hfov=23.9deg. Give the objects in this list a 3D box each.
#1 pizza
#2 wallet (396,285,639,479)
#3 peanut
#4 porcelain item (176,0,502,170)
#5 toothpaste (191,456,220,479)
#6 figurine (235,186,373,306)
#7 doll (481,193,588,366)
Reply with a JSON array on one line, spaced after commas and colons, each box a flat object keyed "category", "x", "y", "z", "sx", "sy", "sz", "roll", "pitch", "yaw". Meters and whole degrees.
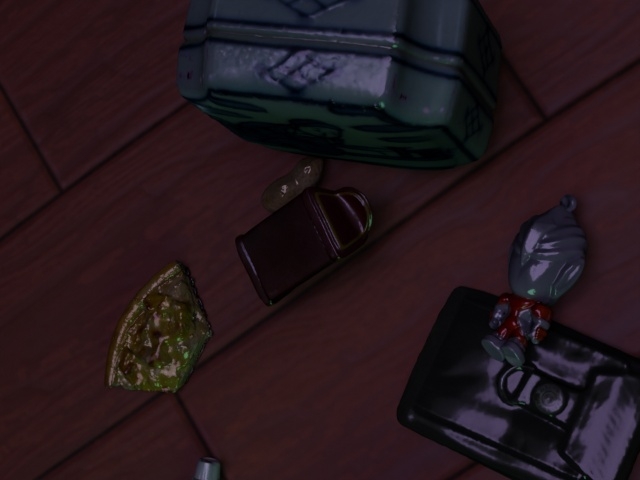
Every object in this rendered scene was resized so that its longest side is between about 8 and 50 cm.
[{"category": "pizza", "x": -0.176, "y": 0.104, "z": 1.653, "sx": 0.099, "sy": 0.036, "sz": 0.160, "roll": 32, "pitch": 97, "yaw": 17}, {"category": "wallet", "x": 0.208, "y": 0.160, "z": 1.522, "sx": 0.245, "sy": 0.052, "sz": 0.168, "roll": 24, "pitch": 90, "yaw": 20}, {"category": "peanut", "x": -0.028, "y": -0.060, "z": 1.616, "sx": 0.083, "sy": 0.037, "sz": 0.037, "roll": -44, "pitch": 75, "yaw": 13}, {"category": "porcelain item", "x": 0.022, "y": -0.167, "z": 1.477, "sx": 0.281, "sy": 0.286, "sz": 0.157, "roll": 7, "pitch": 83, "yaw": 16}, {"category": "toothpaste", "x": -0.136, "y": 0.342, "z": 1.630, "sx": 0.052, "sy": 0.033, "sz": 0.218, "roll": 10, "pitch": 93, "yaw": 22}, {"category": "figurine", "x": 0.000, "y": -0.001, "z": 1.568, "sx": 0.154, "sy": 0.098, "sz": 0.082, "roll": -33, "pitch": 74, "yaw": 34}, {"category": "doll", "x": 0.215, "y": 0.038, "z": 1.507, "sx": 0.094, "sy": 0.079, "sz": 0.180, "roll": 19, "pitch": 83, "yaw": 48}]
